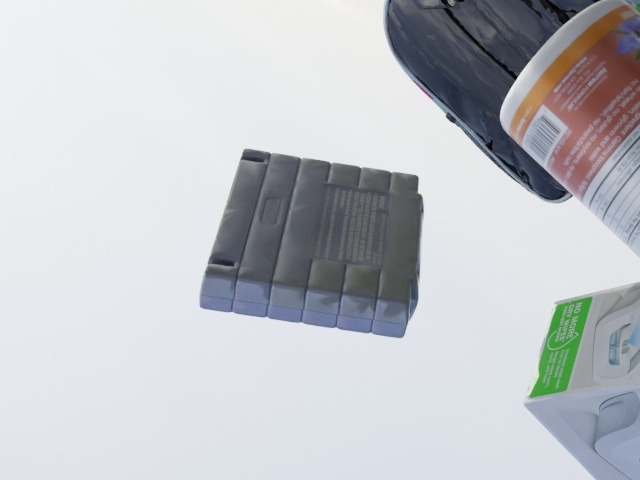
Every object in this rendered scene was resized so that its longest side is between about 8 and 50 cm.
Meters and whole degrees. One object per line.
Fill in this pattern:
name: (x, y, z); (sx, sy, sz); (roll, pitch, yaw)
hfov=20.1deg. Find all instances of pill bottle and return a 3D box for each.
pill bottle: (0.234, -0.051, 1.207); (0.216, 0.121, 0.121); (45, -160, 15)

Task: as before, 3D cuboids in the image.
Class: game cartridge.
game cartridge: (0.000, 0.000, 2.034); (0.230, 0.068, 0.355); (13, -155, 0)

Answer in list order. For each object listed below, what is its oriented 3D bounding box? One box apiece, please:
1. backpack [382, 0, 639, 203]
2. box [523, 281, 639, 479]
backpack: (0.193, -0.193, 1.595); (0.253, 0.225, 0.191); (39, -141, -2)
box: (0.353, 0.150, 1.572); (0.262, 0.231, 0.126); (46, -132, -29)
